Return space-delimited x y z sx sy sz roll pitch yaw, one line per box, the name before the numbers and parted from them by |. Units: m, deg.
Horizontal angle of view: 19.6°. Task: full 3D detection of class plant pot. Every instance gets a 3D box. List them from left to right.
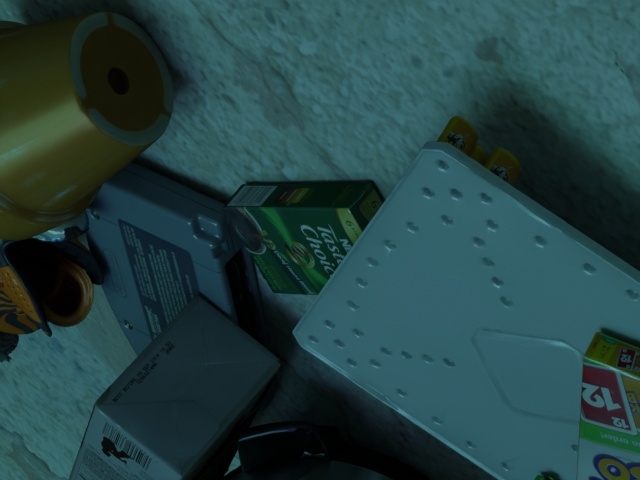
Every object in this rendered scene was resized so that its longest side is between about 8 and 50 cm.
plant pot | -0.245 -0.121 1.720 0.188 0.205 0.205 -18 116 39

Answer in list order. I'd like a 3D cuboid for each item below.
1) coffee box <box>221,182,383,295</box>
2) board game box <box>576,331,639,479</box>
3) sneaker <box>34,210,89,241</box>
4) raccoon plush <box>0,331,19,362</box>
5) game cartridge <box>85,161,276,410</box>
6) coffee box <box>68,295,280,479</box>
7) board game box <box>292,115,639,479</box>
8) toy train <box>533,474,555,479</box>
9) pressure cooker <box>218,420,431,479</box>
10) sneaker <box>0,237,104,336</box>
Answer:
coffee box | 0.000 0.000 1.720 0.184 0.040 0.113 2 131 47
board game box | 0.274 0.180 1.529 0.124 0.039 0.259 21 150 21
sneaker | -0.289 -0.077 1.884 0.190 0.071 0.083 54 147 37
raccoon plush | -0.572 0.128 2.182 0.299 0.446 0.216 -26 93 37
game cartridge | -0.151 0.042 1.938 0.198 0.062 0.297 28 147 30
coffee box | -0.161 0.208 1.943 0.119 0.168 0.297 38 150 7
board game box | 0.197 0.100 1.568 0.390 0.050 0.390 33 149 0
toy train | 0.221 0.242 1.679 0.083 0.017 0.024 48 156 -22
pressure cooker | -0.006 0.418 1.902 0.375 0.420 0.370 31 117 0
sneaker | -0.318 0.053 2.019 0.180 0.124 0.321 36 165 22
